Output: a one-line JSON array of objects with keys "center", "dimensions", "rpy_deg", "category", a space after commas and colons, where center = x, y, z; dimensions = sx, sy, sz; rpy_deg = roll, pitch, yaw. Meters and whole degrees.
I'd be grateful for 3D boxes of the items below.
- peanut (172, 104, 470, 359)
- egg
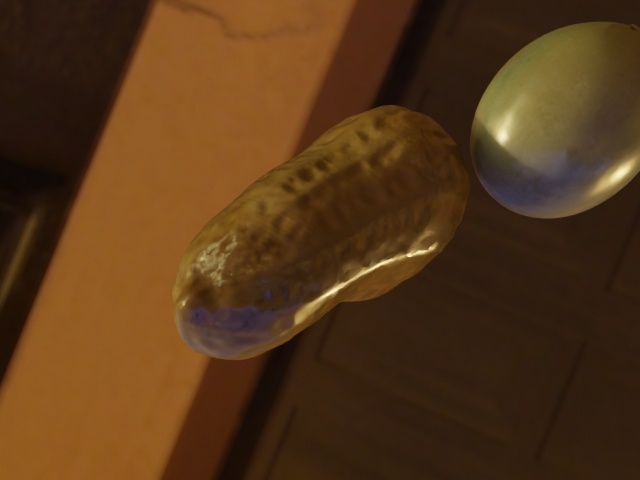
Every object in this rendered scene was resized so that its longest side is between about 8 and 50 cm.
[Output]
[{"center": [0.000, 0.000, 1.257], "dimensions": [0.110, 0.236, 0.120], "rpy_deg": [55, 150, -2], "category": "peanut"}, {"center": [0.167, -0.082, 1.305], "dimensions": [0.114, 0.152, 0.114], "rpy_deg": [43, 171, 9], "category": "egg"}]
